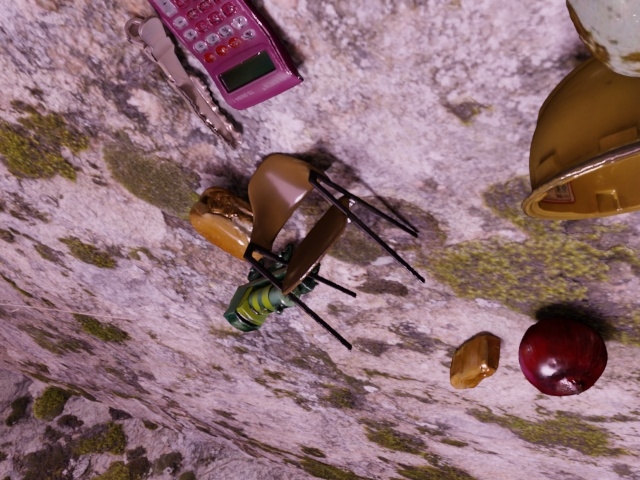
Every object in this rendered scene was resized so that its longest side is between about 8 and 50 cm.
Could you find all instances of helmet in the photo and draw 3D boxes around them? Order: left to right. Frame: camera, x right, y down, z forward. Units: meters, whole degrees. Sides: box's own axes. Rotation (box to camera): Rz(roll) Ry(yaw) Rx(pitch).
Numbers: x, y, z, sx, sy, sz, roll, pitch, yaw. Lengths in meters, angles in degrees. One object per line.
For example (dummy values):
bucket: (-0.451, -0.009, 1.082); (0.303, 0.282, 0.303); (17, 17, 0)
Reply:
helmet: (0.296, -0.114, 0.567); (0.257, 0.140, 0.205); (-22, 159, 39)

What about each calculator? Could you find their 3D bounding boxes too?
calculator: (-0.113, -0.246, 0.750); (0.127, 0.034, 0.190); (-11, 128, 44)

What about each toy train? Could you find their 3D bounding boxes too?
toy train: (-0.081, 0.088, 1.118); (0.083, 0.132, 0.200); (36, 148, -18)

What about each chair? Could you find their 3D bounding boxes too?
chair: (0.000, 0.000, 0.896); (0.247, 0.172, 0.158); (35, 117, -15)

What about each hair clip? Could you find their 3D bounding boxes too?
hair clip: (-0.179, -0.205, 0.843); (0.072, 0.034, 0.226); (28, 162, 43)

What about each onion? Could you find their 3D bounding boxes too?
onion: (0.369, 0.178, 0.962); (0.131, 0.131, 0.131); (17, 147, 12)

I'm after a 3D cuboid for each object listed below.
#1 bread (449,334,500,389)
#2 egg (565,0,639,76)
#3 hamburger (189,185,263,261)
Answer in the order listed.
bread: (0.274, 0.218, 1.127); (0.054, 0.074, 0.132); (16, 150, -7)
egg: (0.243, -0.216, 0.418); (0.169, 0.169, 0.231); (16, 137, 14)
hamburger: (-0.142, -0.025, 1.015); (0.138, 0.083, 0.147); (35, 167, 2)
